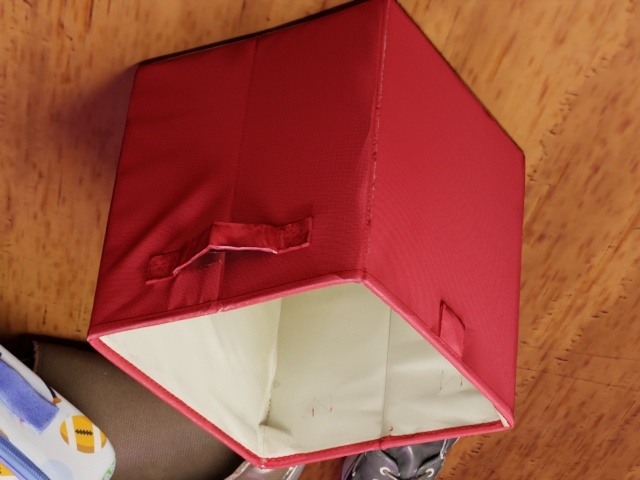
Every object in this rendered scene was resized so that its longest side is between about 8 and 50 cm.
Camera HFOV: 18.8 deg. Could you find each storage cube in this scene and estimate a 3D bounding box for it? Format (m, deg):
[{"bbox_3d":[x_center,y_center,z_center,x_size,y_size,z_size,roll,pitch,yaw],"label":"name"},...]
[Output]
[{"bbox_3d":[0.000,0.000,1.139,0.184,0.193,0.215,-13,143,29],"label":"storage cube"}]

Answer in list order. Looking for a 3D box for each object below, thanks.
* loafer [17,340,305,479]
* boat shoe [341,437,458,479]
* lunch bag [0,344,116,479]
[{"bbox_3d":[-0.183,0.147,1.471,0.366,0.134,0.130,-6,146,20],"label":"loafer"},{"bbox_3d":[0.061,0.179,1.539,0.080,0.076,0.228,13,149,-12],"label":"boat shoe"},{"bbox_3d":[-0.310,0.133,1.386,0.303,0.115,0.243,40,132,-7],"label":"lunch bag"}]
